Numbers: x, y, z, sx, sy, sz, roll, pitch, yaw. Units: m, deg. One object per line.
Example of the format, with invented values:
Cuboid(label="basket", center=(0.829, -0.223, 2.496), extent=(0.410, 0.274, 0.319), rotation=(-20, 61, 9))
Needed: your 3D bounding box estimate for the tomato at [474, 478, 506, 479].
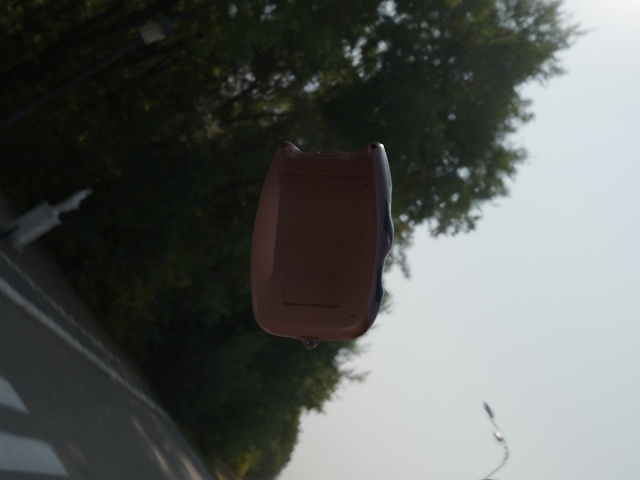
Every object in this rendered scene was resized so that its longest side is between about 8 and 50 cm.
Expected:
Cuboid(label="tomato", center=(0.275, 0.540, 1.455), extent=(0.282, 0.317, 0.317), rotation=(40, -17, 16))

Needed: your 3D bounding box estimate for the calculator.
Cuboid(label="calculator", center=(0.000, 0.000, 1.376), extent=(0.048, 0.220, 0.330), rotation=(53, 40, -72))
